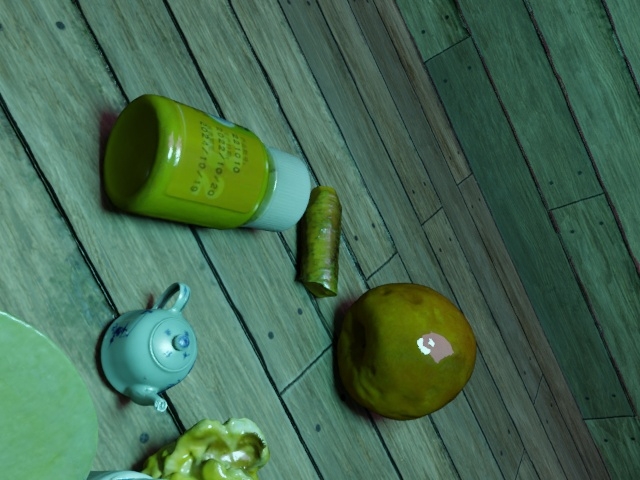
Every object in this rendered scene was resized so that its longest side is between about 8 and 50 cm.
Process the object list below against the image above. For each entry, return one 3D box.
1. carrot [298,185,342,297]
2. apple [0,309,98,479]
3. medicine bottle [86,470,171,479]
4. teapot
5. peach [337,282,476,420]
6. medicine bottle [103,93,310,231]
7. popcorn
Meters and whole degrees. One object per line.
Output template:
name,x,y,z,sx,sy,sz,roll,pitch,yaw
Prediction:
carrot,0.000,0.000,1.357,0.114,0.114,0.301,29,55,-41
apple,-0.447,0.222,0.526,0.320,0.312,0.360,-92,158,-60
medicine bottle,-0.288,0.380,0.683,0.143,0.258,0.143,26,54,-43
teapot,-0.275,0.182,0.891,0.159,0.159,0.231,33,49,-38
peach,0.217,0.280,1.298,0.302,0.343,0.342,11,63,-25
medicine bottle,-0.214,-0.135,1.059,0.385,0.225,0.224,12,63,-47
popcorn,-0.194,0.406,0.853,0.254,0.190,0.191,-38,91,-12
